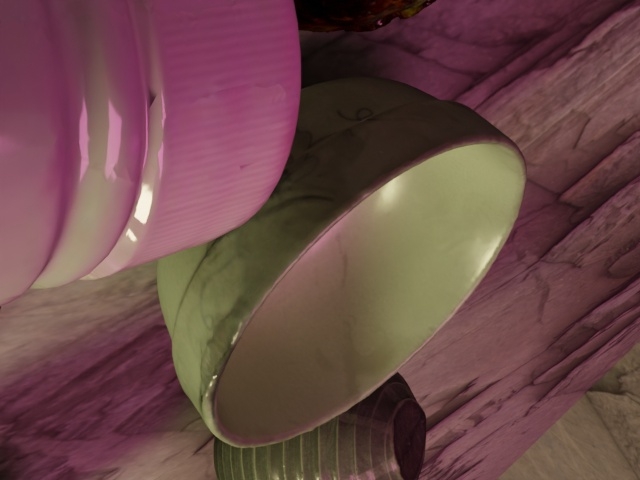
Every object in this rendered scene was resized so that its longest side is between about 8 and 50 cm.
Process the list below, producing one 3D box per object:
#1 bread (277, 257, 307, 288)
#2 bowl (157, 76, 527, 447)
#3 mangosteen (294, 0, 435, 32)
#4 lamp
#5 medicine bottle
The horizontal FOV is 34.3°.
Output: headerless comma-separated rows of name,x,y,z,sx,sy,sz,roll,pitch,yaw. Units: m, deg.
bread,-0.046,0.040,0.944,0.115,0.056,0.082,-30,153,-21
bowl,0.000,0.000,0.798,0.307,0.163,0.307,-30,150,-20
mangosteen,0.005,-0.193,0.517,0.172,0.172,0.184,-41,122,2
lamp,-0.003,0.222,1.128,0.233,0.233,0.265,-53,166,27
medicine bottle,-0.187,-0.058,0.395,0.316,0.202,0.202,-17,148,-40
